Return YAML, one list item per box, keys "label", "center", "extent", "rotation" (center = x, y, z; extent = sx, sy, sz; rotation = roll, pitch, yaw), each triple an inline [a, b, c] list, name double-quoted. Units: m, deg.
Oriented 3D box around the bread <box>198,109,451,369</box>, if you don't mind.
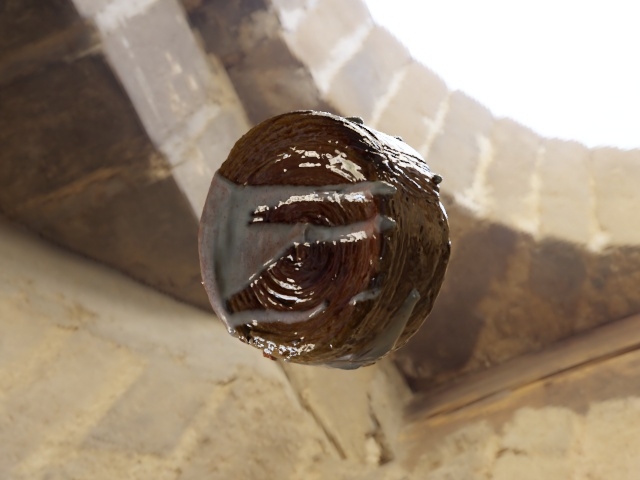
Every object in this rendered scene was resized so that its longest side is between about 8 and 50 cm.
- label: "bread"
  center: [0.000, 0.000, 0.711]
  extent: [0.160, 0.161, 0.073]
  rotation: [-8, 169, 40]
